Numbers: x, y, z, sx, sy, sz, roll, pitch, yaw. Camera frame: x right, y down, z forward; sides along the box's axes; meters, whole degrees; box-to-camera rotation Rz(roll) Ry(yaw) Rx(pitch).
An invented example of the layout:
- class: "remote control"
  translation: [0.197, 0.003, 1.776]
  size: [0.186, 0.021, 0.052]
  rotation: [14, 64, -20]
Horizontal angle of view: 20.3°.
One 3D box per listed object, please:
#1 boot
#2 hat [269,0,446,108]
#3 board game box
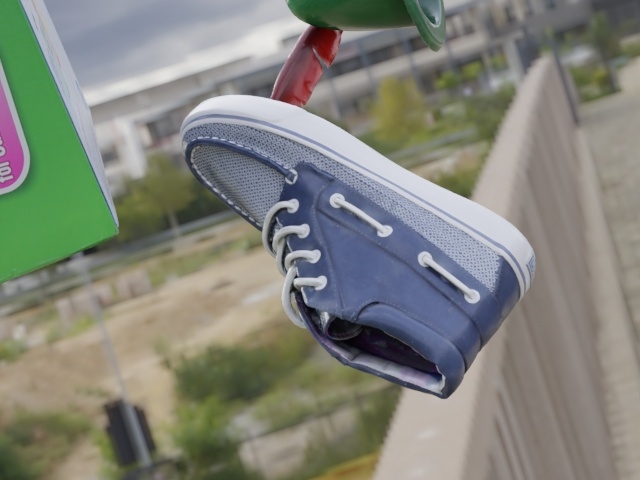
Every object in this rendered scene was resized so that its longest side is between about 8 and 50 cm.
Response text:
- class: "boot"
  translation: [0.000, 0.000, 0.839]
  size: [0.190, 0.069, 0.086]
  rotation: [24, 53, 19]
- class: "hat"
  translation: [-0.018, -0.190, 1.312]
  size: [0.184, 0.208, 0.173]
  rotation: [-16, -36, 16]
- class: "board game box"
  translation: [-0.191, -0.163, 0.853]
  size: [0.064, 0.316, 0.242]
  rotation: [-23, 19, -3]
